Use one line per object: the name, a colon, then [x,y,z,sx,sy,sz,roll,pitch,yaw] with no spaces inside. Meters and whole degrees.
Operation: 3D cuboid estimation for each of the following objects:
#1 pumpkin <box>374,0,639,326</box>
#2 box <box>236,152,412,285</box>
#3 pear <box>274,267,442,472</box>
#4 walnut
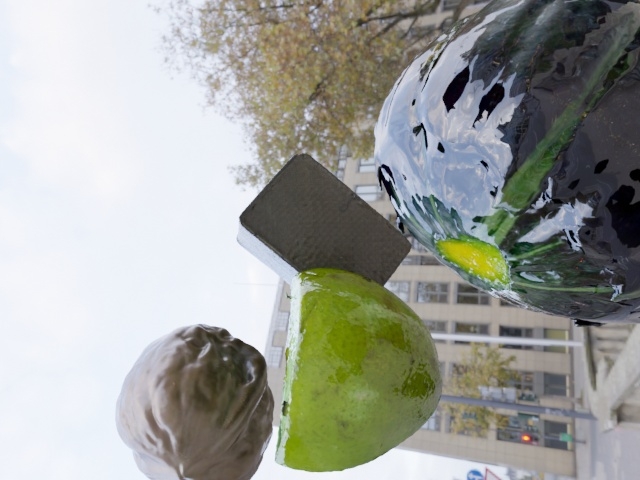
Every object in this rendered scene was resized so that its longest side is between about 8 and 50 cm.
pumpkin: [0.203,-0.078,0.422,0.296,0.296,0.295,0,-90,-66]
box: [0.000,-0.001,0.918,0.184,0.273,0.143,-51,0,-17]
pear: [0.070,0.155,0.670,0.139,0.239,0.288,116,163,-46]
walnut: [-0.193,0.267,0.788,0.273,0.227,0.273,-1,-90,-86]
